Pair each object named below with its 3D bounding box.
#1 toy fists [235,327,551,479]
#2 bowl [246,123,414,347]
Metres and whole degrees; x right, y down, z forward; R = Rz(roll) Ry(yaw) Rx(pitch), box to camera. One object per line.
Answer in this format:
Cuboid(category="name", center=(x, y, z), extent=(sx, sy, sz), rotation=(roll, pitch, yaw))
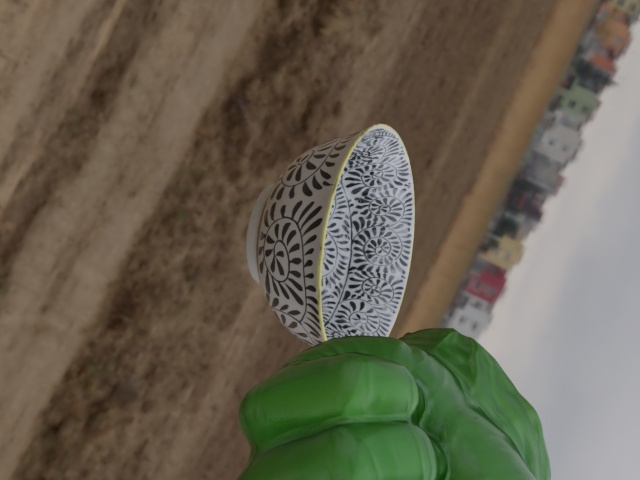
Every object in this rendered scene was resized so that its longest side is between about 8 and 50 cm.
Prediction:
Cuboid(category="toy fists", center=(0.067, 0.162, 0.469), extent=(0.096, 0.279, 0.142), rotation=(-34, 173, 39))
Cuboid(category="bowl", center=(0.000, 0.000, 0.833), extent=(0.170, 0.080, 0.170), rotation=(9, 90, -67))
